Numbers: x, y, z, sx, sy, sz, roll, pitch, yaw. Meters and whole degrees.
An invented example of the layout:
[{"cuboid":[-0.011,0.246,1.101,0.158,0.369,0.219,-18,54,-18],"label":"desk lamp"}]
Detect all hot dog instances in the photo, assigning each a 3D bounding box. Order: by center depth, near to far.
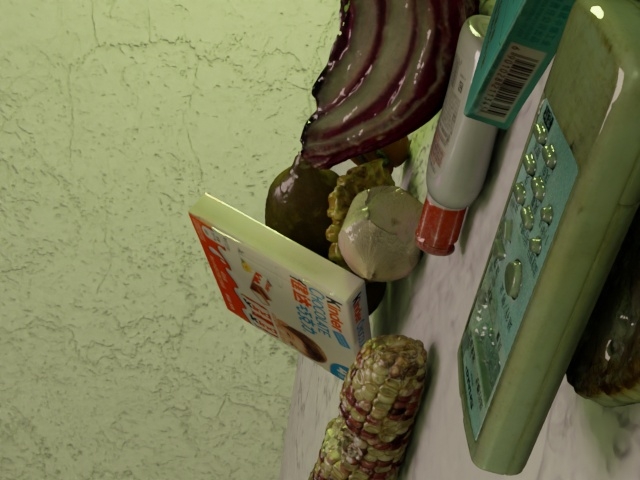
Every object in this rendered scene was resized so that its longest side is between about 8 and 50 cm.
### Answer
[{"cuboid":[0.064,-0.148,1.160,0.249,0.100,0.068,39,-128,-66],"label":"hot dog"}]

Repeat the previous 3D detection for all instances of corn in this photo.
[{"cuboid":[0.052,0.217,0.935,0.098,0.098,0.289,-87,7,-55],"label":"corn"}]

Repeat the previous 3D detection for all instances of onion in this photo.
[{"cuboid":[0.108,-0.230,0.911,0.280,0.146,0.314,-41,-35,-54],"label":"onion"}]

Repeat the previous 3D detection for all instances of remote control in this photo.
[{"cuboid":[0.111,0.002,0.406,0.098,0.038,0.233,-84,3,-57],"label":"remote control"}]

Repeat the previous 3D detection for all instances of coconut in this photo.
[{"cuboid":[0.075,-0.003,1.020,0.110,0.110,0.124,103,-179,-53],"label":"coconut"}]

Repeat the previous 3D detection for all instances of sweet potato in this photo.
[{"cuboid":[0.000,0.000,1.224,0.369,0.158,0.157,60,-153,-45],"label":"sweet potato"}]

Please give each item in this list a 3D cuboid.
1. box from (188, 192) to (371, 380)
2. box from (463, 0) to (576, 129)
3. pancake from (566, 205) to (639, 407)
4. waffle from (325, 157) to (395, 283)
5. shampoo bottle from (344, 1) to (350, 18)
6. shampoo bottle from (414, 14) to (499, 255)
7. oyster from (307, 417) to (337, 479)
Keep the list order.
[{"cuboid":[-0.047,0.079,1.180,0.048,0.265,0.273,-51,-26,-24],"label":"box"},{"cuboid":[0.154,-0.194,0.520,0.229,0.042,0.162,106,-177,-66],"label":"box"},{"cuboid":[0.155,-0.036,0.404,0.253,0.037,0.253,-171,90,-87],"label":"pancake"},{"cuboid":[0.061,-0.023,1.141,0.191,0.038,0.191,-7,-82,-59],"label":"waffle"},{"cuboid":[0.115,-0.547,1.606,0.101,0.101,0.283,-87,7,-54],"label":"shampoo bottle"},{"cuboid":[0.130,-0.087,0.768,0.108,0.051,0.220,-90,8,-58],"label":"shampoo bottle"},{"cuboid":[0.021,0.363,1.326,0.345,0.079,0.128,-110,37,-87],"label":"oyster"}]
